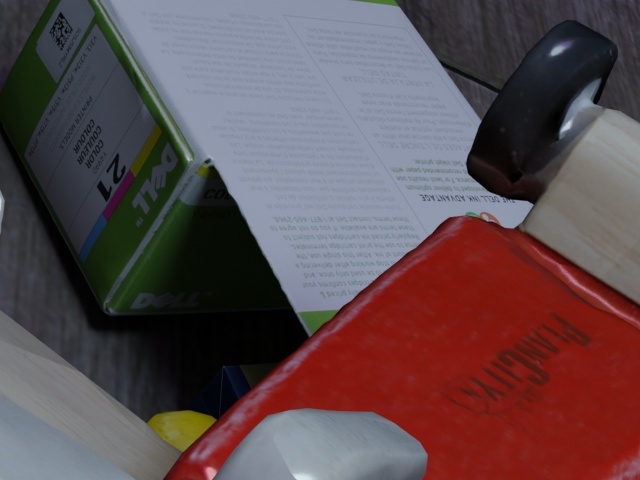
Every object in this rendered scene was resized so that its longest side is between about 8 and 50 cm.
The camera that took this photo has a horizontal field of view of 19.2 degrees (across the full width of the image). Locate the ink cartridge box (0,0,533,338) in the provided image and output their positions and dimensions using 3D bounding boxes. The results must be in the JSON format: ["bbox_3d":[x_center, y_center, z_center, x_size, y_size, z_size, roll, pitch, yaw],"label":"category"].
[{"bbox_3d":[0.000,0.000,0.812,0.189,0.097,0.255,0,48,-42],"label":"ink cartridge box"}]

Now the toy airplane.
[{"bbox_3d":[0.000,0.111,0.488,0.384,0.272,0.386,15,29,-27],"label":"toy airplane"}]

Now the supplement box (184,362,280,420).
[{"bbox_3d":[-0.005,0.097,0.759,0.083,0.056,0.083,0,52,-42],"label":"supplement box"}]
